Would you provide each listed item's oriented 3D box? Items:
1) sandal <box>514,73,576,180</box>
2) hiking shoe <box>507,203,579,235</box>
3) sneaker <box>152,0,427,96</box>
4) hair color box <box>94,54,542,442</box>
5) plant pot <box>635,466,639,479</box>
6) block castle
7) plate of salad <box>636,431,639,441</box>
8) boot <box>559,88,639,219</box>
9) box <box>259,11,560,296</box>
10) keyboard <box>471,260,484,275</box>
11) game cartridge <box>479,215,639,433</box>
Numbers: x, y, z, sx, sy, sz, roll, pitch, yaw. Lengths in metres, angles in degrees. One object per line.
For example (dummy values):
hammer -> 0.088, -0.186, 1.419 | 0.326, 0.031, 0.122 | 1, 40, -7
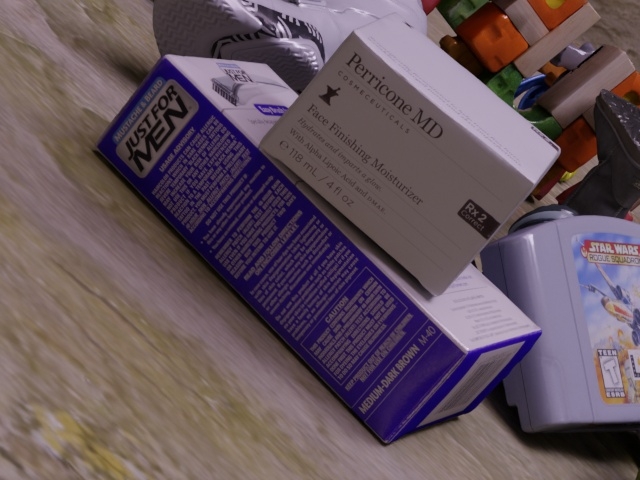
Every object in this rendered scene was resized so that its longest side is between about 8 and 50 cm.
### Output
sandal -> 0.306, -0.166, 2.600 | 0.126, 0.138, 0.317 | 42, 15, 16
hiking shoe -> 0.285, 0.108, 1.931 | 0.304, 0.113, 0.132 | 41, 39, -13
sneaker -> -0.019, -0.206, 1.868 | 0.366, 0.137, 0.210 | 31, 49, -41
hair color box -> 0.000, 0.000, 1.553 | 0.339, 0.110, 0.185 | 46, 19, 16
plant pot -> 0.429, 0.234, 1.662 | 0.293, 0.275, 0.275 | 29, 12, 22
block castle -> 0.202, -0.205, 2.262 | 0.453, 0.213, 0.303 | 50, 1, -24
plate of salad -> 0.387, 0.237, 1.876 | 0.200, 0.048, 0.200 | 35, 17, -13
boot -> 0.283, -0.044, 2.096 | 0.076, 0.208, 0.189 | 25, 26, -13
box -> 0.074, -0.072, 1.506 | 0.181, 0.119, 0.182 | 40, 17, 3
keyboard -> 0.127, 0.028, 1.775 | 0.100, 0.038, 0.192 | 2, 35, -12
game cartridge -> 0.263, 0.077, 1.788 | 0.297, 0.062, 0.198 | 4, 76, -48
